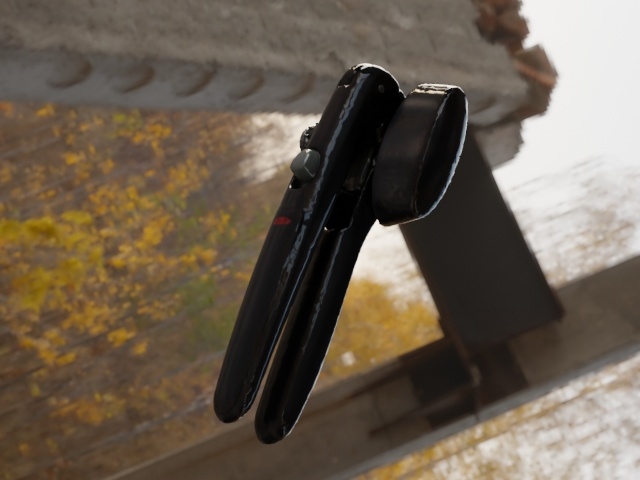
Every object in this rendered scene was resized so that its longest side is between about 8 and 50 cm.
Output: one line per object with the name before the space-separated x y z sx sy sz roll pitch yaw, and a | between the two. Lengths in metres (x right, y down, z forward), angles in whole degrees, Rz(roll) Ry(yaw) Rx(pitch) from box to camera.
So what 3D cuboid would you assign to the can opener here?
can opener | 0.000 0.000 0.526 0.059 0.186 0.073 38 -21 -25
